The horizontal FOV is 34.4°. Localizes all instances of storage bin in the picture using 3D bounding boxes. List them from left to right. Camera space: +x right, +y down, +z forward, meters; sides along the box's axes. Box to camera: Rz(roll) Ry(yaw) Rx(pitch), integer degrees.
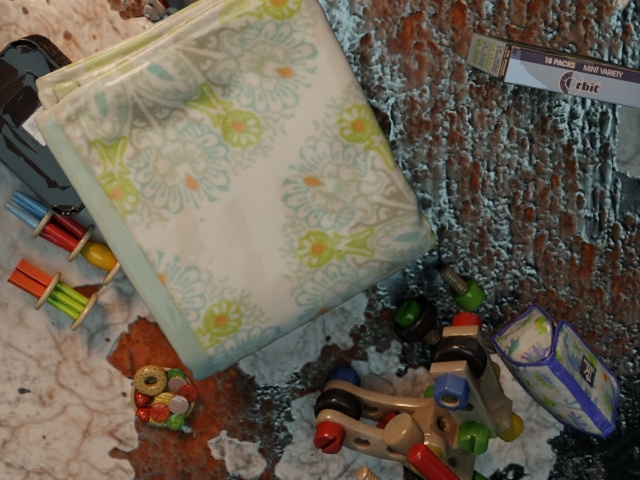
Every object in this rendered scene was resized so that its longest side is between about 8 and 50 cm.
[{"bbox_3d":[-0.302,-0.130,1.161,0.122,0.084,0.180,-43,105,7],"label":"storage bin"}]

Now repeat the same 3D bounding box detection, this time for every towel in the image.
[{"bbox_3d":[-0.085,-0.072,1.118,0.320,0.090,0.374,-28,108,-2],"label":"towel"}]

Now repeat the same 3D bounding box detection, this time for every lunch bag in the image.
[{"bbox_3d":[0.289,0.160,1.252,0.096,0.151,0.129,-41,103,7],"label":"lunch bag"}]

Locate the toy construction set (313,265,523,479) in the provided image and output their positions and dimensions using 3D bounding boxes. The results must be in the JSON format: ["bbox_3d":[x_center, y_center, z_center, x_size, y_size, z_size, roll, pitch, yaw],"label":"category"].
[{"bbox_3d":[0.152,0.240,1.199,0.257,0.309,0.237,-40,109,14],"label":"toy construction set"}]

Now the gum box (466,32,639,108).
[{"bbox_3d":[0.258,-0.189,1.140,0.157,0.184,0.041,10,104,-8],"label":"gum box"}]

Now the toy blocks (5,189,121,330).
[{"bbox_3d":[-0.318,0.019,1.214,0.148,0.054,0.123,35,99,-12],"label":"toy blocks"}]

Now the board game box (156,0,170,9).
[{"bbox_3d":[-0.228,-0.359,1.085,0.039,0.124,0.259,-31,105,3],"label":"board game box"}]

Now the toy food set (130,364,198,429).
[{"bbox_3d":[-0.195,0.196,1.288,0.082,0.020,0.083,12,103,-8],"label":"toy food set"}]
